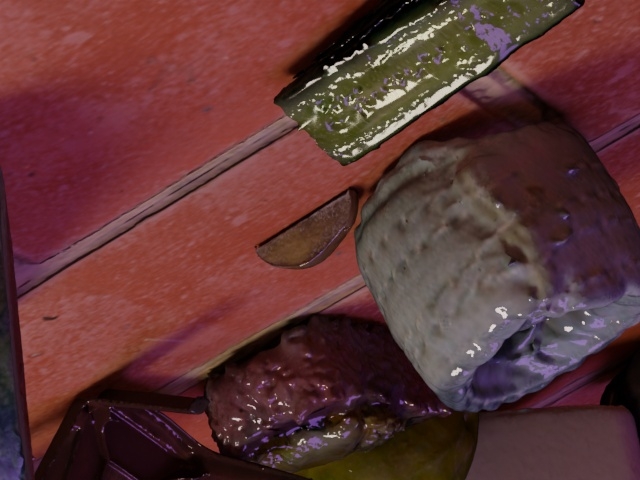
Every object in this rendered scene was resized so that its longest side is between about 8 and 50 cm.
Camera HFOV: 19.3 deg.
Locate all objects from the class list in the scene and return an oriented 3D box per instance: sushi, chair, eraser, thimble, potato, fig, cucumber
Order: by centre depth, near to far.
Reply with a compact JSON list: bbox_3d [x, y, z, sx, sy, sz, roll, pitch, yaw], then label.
[{"bbox_3d":[0.064,-0.129,1.168,0.078,0.062,0.211,36,132,-27],"label":"cucumber"},{"bbox_3d":[0.000,0.000,1.432,0.093,0.036,0.037,-32,154,20],"label":"potato"},{"bbox_3d":[0.140,0.014,1.437,0.205,0.172,0.250,-26,162,-4],"label":"thimble"},{"bbox_3d":[-0.192,0.226,1.616,0.326,0.183,0.175,8,153,47],"label":"chair"},{"bbox_3d":[-0.002,0.152,1.707,0.161,0.107,0.241,-30,159,27],"label":"sushi"},{"bbox_3d":[0.080,0.217,1.860,0.233,0.167,0.167,-15,158,-13],"label":"fig"},{"bbox_3d":[0.153,0.282,2.051,0.331,0.150,0.331,-6,160,-2],"label":"eraser"}]

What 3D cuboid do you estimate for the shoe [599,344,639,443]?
[{"bbox_3d":[0.514,0.151,2.136,0.384,0.171,0.237,-11,161,-11],"label":"shoe"}]

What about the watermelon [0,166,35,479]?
[{"bbox_3d":[-0.235,0.076,1.175,0.250,0.283,0.292,-22,-169,40],"label":"watermelon"}]
